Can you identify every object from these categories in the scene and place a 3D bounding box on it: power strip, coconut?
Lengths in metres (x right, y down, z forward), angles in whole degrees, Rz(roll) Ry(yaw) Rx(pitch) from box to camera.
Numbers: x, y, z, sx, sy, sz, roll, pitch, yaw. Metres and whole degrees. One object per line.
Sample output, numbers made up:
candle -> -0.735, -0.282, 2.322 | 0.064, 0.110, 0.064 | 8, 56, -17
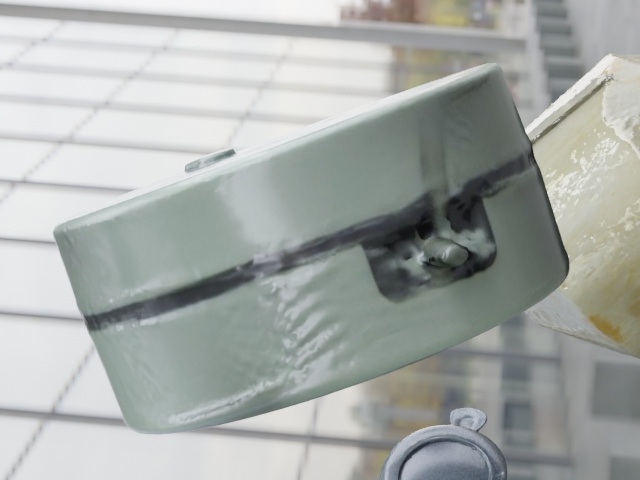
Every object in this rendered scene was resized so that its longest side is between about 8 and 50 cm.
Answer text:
power strip -> 0.000, 0.000, 1.207 | 0.357, 0.357, 0.161 | -52, -58, -82
coconut -> 0.315, -0.030, 1.759 | 0.323, 0.323, 0.323 | 5, -90, -86

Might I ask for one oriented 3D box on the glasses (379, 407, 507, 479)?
glasses -> 0.147, 0.291, 1.425 | 0.234, 0.118, 0.268 | 48, 162, 34
